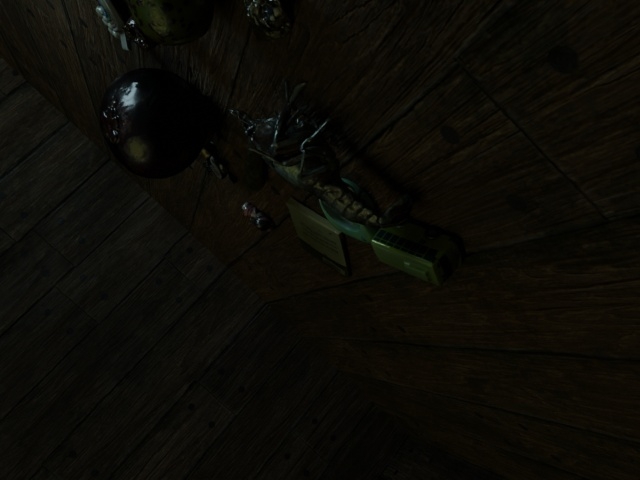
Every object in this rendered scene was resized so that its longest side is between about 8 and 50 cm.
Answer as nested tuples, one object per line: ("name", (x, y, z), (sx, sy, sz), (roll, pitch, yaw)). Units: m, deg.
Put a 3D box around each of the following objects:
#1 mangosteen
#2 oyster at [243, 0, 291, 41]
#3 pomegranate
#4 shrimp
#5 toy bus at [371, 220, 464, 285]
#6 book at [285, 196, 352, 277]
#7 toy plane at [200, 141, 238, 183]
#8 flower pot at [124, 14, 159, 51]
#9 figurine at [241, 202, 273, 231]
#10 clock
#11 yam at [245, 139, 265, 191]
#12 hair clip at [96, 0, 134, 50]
("mangosteen", (-0.424, -0.311, 1.414), (0.297, 0.293, 0.297), (42, 143, 43))
("oyster", (-0.096, -0.376, 0.900), (0.103, 0.051, 0.148), (47, 173, 9))
("pomegranate", (-0.246, -0.432, 0.941), (0.204, 0.159, 0.159), (-9, 131, 36))
("shrimp", (-0.003, -0.159, 1.053), (0.410, 0.166, 0.221), (47, -171, 0))
("toy bus", (0.201, 0.022, 1.122), (0.174, 0.101, 0.088), (24, 155, 40))
("book", (0.000, 0.000, 1.611), (0.201, 0.026, 0.289), (34, 160, 23))
("toy plane", (-0.332, -0.253, 1.687), (0.078, 0.053, 0.197), (21, 155, 31))
("flower pot", (-0.379, -0.477, 1.186), (0.111, 0.089, 0.111), (37, 162, 14))
("figurine", (-0.223, -0.076, 1.857), (0.129, 0.054, 0.072), (36, 166, 24))
("clock", (0.064, -0.081, 1.235), (0.148, 0.060, 0.189), (28, 157, 39))
("yam", (-0.174, -0.209, 1.440), (0.061, 0.061, 0.274), (40, 161, 6))
("hair clip", (-0.528, -0.581, 1.338), (0.140, 0.054, 0.220), (31, 157, 49))
